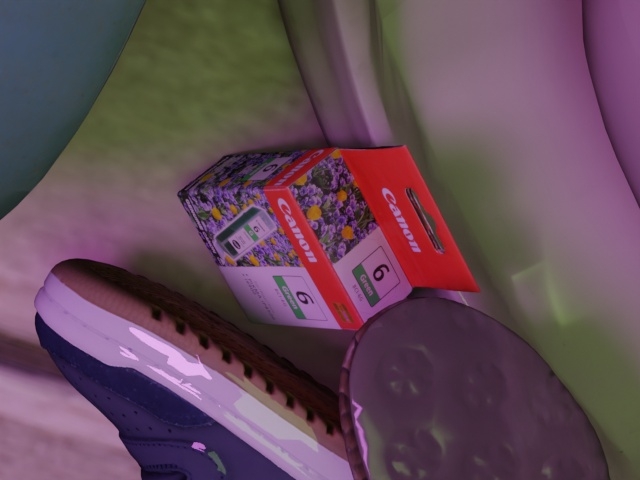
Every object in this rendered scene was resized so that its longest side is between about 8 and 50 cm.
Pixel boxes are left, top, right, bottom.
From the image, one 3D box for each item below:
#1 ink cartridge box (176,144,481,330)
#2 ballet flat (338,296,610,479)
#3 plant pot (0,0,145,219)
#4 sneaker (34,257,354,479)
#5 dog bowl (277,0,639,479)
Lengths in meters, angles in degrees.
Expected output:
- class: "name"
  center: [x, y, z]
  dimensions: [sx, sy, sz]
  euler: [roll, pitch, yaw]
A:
- class: "ink cartridge box"
  center: [0.000, 0.000, 0.542]
  dimensions: [0.029, 0.115, 0.063]
  euler: [-39, 111, -28]
- class: "ballet flat"
  center: [0.082, 0.125, 0.513]
  dimensions: [0.084, 0.058, 0.250]
  euler: [-39, 102, -13]
- class: "plant pot"
  center: [-0.170, -0.123, 0.399]
  dimensions: [0.235, 0.293, 0.293]
  euler: [21, 105, -27]
- class: "sneaker"
  center: [-0.017, 0.138, 0.563]
  dimensions: [0.282, 0.099, 0.153]
  euler: [36, 93, -12]
- class: "dog bowl"
  center: [0.157, -0.013, 0.424]
  dimensions: [0.150, 0.408, 0.408]
  euler: [-34, 110, -15]
